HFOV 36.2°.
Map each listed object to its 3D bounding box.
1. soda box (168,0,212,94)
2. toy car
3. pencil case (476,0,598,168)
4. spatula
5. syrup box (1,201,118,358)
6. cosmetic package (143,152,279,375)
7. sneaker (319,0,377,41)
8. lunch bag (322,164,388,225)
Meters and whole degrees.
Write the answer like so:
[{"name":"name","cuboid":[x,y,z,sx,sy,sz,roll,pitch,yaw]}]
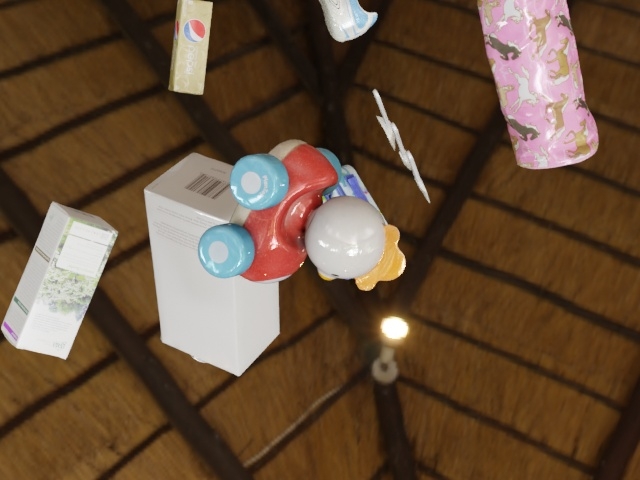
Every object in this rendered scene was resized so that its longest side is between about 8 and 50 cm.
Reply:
[{"name":"soda box","cuboid":[-0.256,-0.380,1.920,0.061,0.181,0.058,4,-172,-20]},{"name":"toy car","cuboid":[0.000,0.000,1.338,0.238,0.210,0.219,33,-162,17]},{"name":"pencil case","cuboid":[0.412,-0.324,1.839,0.167,0.386,0.160,-1,-154,36]},{"name":"spatula","cuboid":[0.132,-0.162,1.663,0.019,0.242,0.168,-27,-107,6]},{"name":"syrup box","cuboid":[-0.435,0.068,1.626,0.093,0.236,0.096,20,-175,-38]},{"name":"cosmetic package","cuboid":[-0.194,0.048,1.807,0.197,0.365,0.155,21,-137,23]},{"name":"sneaker","cuboid":[0.012,-0.431,1.544,0.086,0.237,0.085,-26,-178,-10]},{"name":"lunch bag","cuboid":[0.055,-0.042,2.104,0.090,0.176,0.219,-18,-111,-32]}]
